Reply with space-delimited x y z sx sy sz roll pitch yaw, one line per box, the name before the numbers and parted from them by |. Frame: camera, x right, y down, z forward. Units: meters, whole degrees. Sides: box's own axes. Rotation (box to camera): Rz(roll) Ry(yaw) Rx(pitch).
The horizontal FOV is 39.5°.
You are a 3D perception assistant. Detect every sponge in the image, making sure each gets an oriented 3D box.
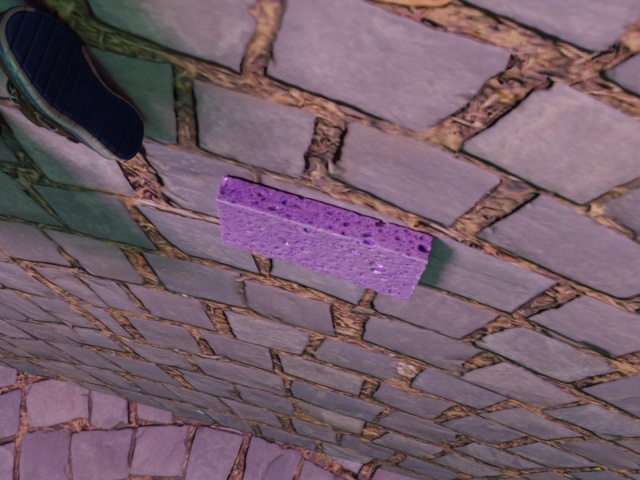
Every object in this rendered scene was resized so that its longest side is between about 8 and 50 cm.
sponge | 0.000 0.000 0.884 0.210 0.031 0.117 16 158 2

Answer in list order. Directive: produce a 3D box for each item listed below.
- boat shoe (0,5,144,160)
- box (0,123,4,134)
boat shoe | -0.216 -0.119 0.719 0.066 0.066 0.183 9 156 24
box | -0.495 -0.026 0.842 0.293 0.296 0.073 12 160 14
